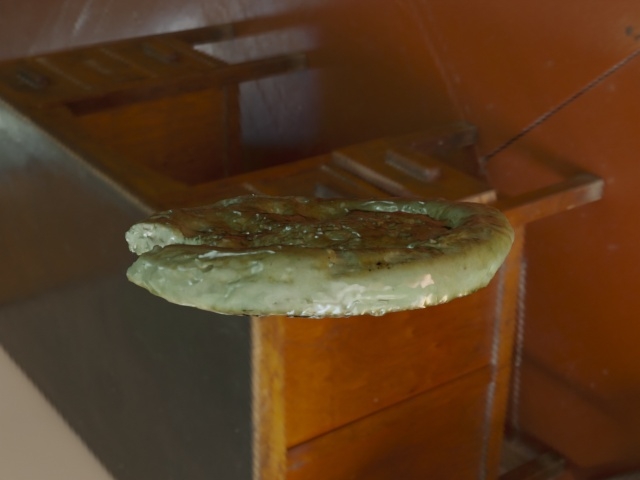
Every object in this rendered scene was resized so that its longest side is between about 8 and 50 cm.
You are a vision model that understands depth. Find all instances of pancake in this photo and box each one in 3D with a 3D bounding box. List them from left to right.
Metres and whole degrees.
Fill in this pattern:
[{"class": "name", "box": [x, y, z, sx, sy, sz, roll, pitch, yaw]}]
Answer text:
[{"class": "pancake", "box": [0.000, 0.000, 0.667, 0.254, 0.254, 0.037, 14, 110, 53]}]
